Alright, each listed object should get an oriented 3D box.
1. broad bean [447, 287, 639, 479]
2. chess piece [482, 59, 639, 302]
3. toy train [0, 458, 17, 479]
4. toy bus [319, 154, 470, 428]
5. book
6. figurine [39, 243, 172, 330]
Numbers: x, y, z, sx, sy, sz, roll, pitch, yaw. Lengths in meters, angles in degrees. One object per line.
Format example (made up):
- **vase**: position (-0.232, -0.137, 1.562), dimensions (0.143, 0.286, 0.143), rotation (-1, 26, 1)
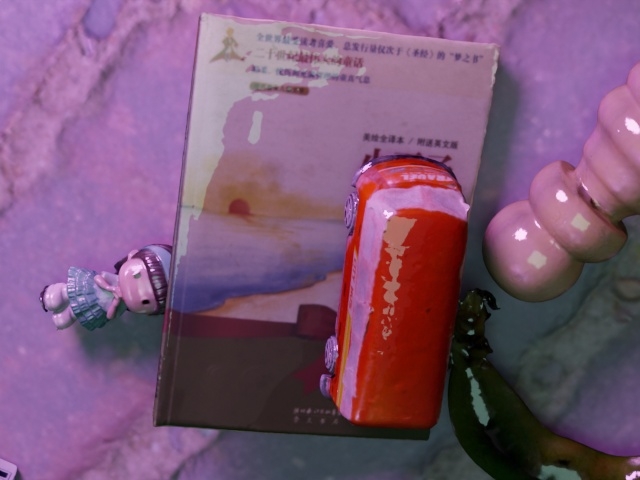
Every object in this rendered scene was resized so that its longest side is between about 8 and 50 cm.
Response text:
- **broad bean**: position (0.207, 0.138, 0.953), dimensions (0.292, 0.049, 0.144), rotation (20, 114, -3)
- **chess piece**: position (0.175, -0.027, 0.893), dimensions (0.094, 0.094, 0.170), rotation (45, 108, -7)
- **toy train**: position (-0.280, 0.256, 1.041), dimensions (0.047, 0.043, 0.207), rotation (24, 107, -6)
- **toy bus**: position (0.051, 0.037, 0.894), dimensions (0.079, 0.077, 0.174), rotation (4, 109, -11)
- **book**: position (0.000, 0.000, 0.931), dimensions (0.201, 0.026, 0.289), rotation (5, 108, -9)
- **figurine**: position (-0.137, 0.039, 0.964), dimensions (0.106, 0.047, 0.060), rotation (-14, 96, 11)
